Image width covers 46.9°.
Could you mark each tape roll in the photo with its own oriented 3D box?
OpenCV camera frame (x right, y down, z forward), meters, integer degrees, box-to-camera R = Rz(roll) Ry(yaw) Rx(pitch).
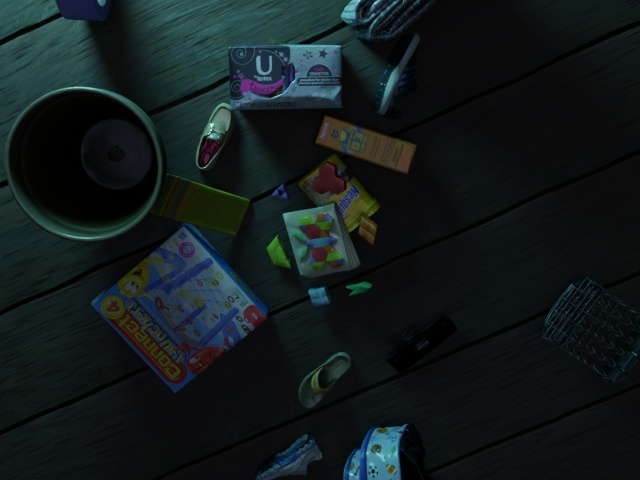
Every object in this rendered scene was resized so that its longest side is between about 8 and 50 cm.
[{"bbox_3d":[-0.515,-0.575,1.601,0.080,0.189,0.188,2,102,-1],"label":"tape roll"}]

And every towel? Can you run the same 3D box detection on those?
[{"bbox_3d":[0.186,-0.546,1.600,0.284,0.235,0.121,-41,103,8],"label":"towel"},{"bbox_3d":[-0.281,-0.080,1.735,0.237,0.021,0.102,17,105,-37],"label":"towel"}]

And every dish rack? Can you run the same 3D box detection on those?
[{"bbox_3d":[0.699,0.223,1.854,0.272,0.074,0.208,32,98,-6],"label":"dish rack"}]

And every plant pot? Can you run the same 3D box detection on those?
[{"bbox_3d":[-0.486,-0.177,1.638,0.323,0.280,0.323,0,101,-2],"label":"plant pot"}]

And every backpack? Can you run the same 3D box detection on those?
[{"bbox_3d":[0.176,0.596,1.840,0.213,0.276,0.263,-3,99,13],"label":"backpack"}]

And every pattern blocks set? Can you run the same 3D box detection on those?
[{"bbox_3d":[0.000,0.000,1.761,0.285,0.026,0.324,-25,103,27],"label":"pattern blocks set"}]

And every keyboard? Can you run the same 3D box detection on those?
[{"bbox_3d":[0.247,0.250,1.875,0.192,0.038,0.100,-39,123,6],"label":"keyboard"}]

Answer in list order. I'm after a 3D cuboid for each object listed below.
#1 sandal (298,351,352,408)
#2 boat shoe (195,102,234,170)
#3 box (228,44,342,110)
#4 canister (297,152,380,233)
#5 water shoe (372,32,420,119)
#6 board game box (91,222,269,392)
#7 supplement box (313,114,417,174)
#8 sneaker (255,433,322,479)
[{"bbox_3d":[0.010,0.356,1.877,0.072,0.049,0.180,44,98,-9],"label":"sandal"},{"bbox_3d":[-0.249,-0.241,1.742,0.063,0.059,0.170,20,101,-5],"label":"boat shoe"},{"bbox_3d":[-0.076,-0.370,1.665,0.247,0.163,0.142,-2,103,-1],"label":"box"},{"bbox_3d":[0.042,-0.110,1.769,0.126,0.073,0.170,-39,98,8],"label":"canister"},{"bbox_3d":[0.192,-0.383,1.727,0.080,0.073,0.203,19,106,-27],"label":"water shoe"},{"bbox_3d":[-0.339,0.162,1.811,0.302,0.086,0.308,-40,100,6],"label":"board game box"},{"bbox_3d":[0.104,-0.227,1.743,0.234,0.080,0.078,17,99,-3],"label":"supplement box"},{"bbox_3d":[-0.080,0.588,1.916,0.191,0.071,0.083,-32,106,6],"label":"sneaker"}]
